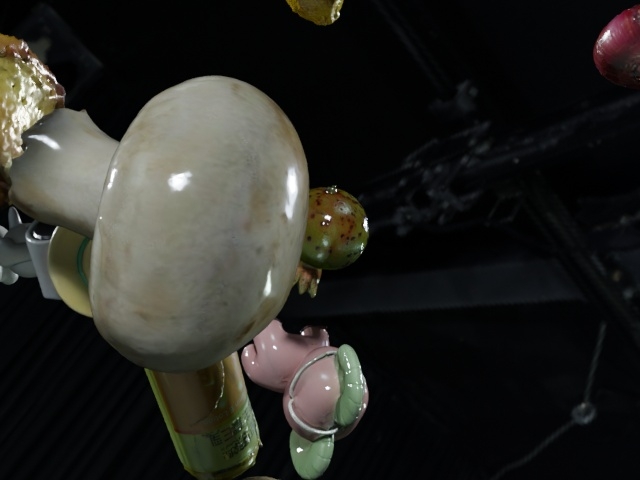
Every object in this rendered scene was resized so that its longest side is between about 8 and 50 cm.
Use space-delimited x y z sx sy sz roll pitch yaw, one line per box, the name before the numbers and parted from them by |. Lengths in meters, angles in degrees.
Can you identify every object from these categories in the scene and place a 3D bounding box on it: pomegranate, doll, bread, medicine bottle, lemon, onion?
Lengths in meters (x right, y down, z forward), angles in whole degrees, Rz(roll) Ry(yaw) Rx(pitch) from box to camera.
pomegranate | 0.000 0.000 1.786 0.159 0.205 0.159 21 11 -4
doll | -0.019 0.298 1.955 0.216 0.268 0.284 11 -58 -26
bread | -0.572 -0.185 1.450 0.398 0.215 0.398 5 -22 2
medicine bottle | -0.154 0.210 1.334 0.124 0.124 0.239 8 -55 37
lemon | -0.013 -0.454 1.788 0.114 0.114 0.155 -3 -53 46
doll | -0.311 0.025 1.186 0.271 0.208 0.144 -11 -76 12
onion | 0.470 -0.252 1.421 0.150 0.140 0.150 -4 -38 -3

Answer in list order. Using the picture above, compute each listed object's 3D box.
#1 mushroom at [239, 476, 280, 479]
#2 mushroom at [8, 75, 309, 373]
mushroom | -0.090 0.378 1.283 0.166 0.166 0.127 12 -33 33
mushroom | -0.161 -0.021 0.989 0.290 0.297 0.297 12 -35 6
